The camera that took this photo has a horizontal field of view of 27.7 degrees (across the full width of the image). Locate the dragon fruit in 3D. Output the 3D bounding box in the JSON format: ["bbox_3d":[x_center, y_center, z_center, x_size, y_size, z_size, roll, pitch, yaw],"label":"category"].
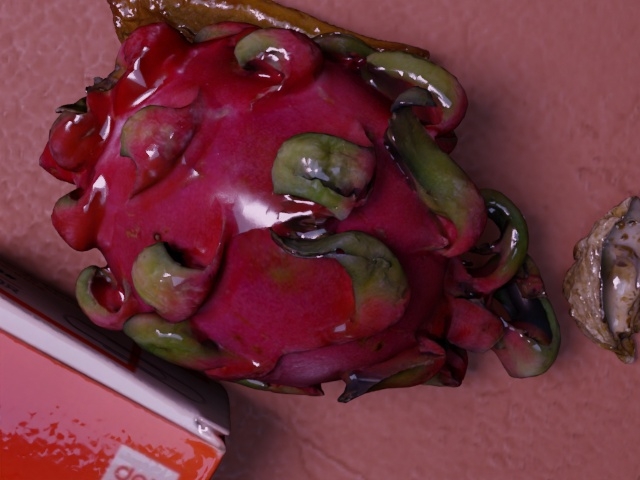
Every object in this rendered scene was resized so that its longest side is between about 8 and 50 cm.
[{"bbox_3d":[-0.007,-0.007,0.680,0.218,0.273,0.198,-47,55,9],"label":"dragon fruit"}]

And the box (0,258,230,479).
[{"bbox_3d":[-0.145,0.083,0.704,0.182,0.133,0.099,30,93,-6],"label":"box"}]

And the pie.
[{"bbox_3d":[-0.043,-0.102,0.731,0.191,0.033,0.088,19,113,-8],"label":"pie"}]

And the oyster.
[{"bbox_3d":[0.174,0.021,0.773,0.081,0.038,0.083,45,65,-33],"label":"oyster"}]
